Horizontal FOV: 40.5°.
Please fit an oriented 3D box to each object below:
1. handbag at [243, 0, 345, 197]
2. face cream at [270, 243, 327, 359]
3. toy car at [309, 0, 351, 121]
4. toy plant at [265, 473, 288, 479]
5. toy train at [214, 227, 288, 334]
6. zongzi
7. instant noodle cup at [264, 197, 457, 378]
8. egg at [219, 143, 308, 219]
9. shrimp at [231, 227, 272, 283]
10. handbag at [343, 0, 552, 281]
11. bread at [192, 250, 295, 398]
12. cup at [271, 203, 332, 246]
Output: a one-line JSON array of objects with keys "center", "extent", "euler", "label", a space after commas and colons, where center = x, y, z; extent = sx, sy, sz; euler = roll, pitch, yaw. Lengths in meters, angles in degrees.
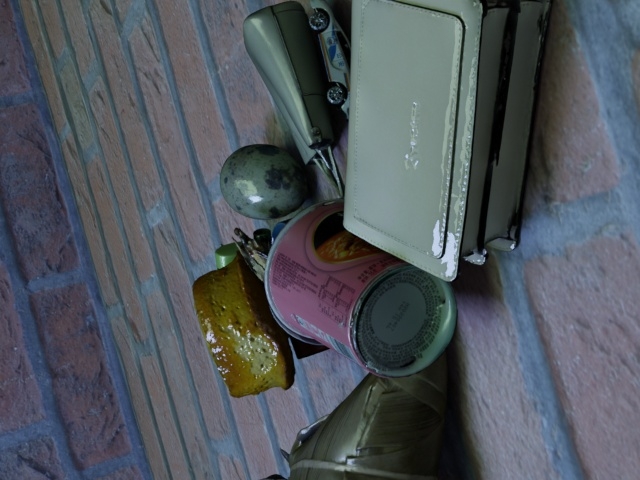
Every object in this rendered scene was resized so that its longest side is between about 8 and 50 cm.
[{"center": [-0.037, -0.212, 1.413], "extent": [0.241, 0.109, 0.316], "euler": [114, 140, -87], "label": "handbag"}, {"center": [-0.035, 0.105, 1.616], "extent": [0.096, 0.095, 0.214], "euler": [-36, 72, 60], "label": "face cream"}, {"center": [0.025, -0.283, 1.346], "extent": [0.095, 0.056, 0.205], "euler": [-4, -99, -83], "label": "toy car"}, {"center": [0.023, 0.632, 1.670], "extent": [0.400, 0.185, 0.280], "euler": [32, 141, 26], "label": "toy plant"}, {"center": [-0.137, 0.107, 1.736], "extent": [0.105, 0.157, 0.253], "euler": [32, 132, 56], "label": "toy train"}, {"center": [0.085, 0.309, 1.513], "extent": [0.500, 0.218, 0.467], "euler": [-173, 103, -77], "label": "zongzi"}, {"center": [0.067, 0.079, 1.248], "extent": [0.255, 0.243, 0.244], "euler": [-150, 51, -63], "label": "instant noodle cup"}, {"center": [-0.101, -0.106, 1.592], "extent": [0.181, 0.141, 0.141], "euler": [15, 117, 37], "label": "egg"}, {"center": [-0.041, 0.044, 1.507], "extent": [0.251, 0.143, 0.052], "euler": [40, 159, 3], "label": "shrimp"}, {"center": [0.140, -0.159, 1.098], "extent": [0.236, 0.160, 0.359], "euler": [24, 125, 37], "label": "handbag"}, {"center": [-0.138, 0.156, 1.577], "extent": [0.268, 0.145, 0.269], "euler": [161, 90, -85], "label": "bread"}, {"center": [0.000, 0.000, 1.440], "extent": [0.176, 0.155, 0.131], "euler": [27, 125, 52], "label": "cup"}]
